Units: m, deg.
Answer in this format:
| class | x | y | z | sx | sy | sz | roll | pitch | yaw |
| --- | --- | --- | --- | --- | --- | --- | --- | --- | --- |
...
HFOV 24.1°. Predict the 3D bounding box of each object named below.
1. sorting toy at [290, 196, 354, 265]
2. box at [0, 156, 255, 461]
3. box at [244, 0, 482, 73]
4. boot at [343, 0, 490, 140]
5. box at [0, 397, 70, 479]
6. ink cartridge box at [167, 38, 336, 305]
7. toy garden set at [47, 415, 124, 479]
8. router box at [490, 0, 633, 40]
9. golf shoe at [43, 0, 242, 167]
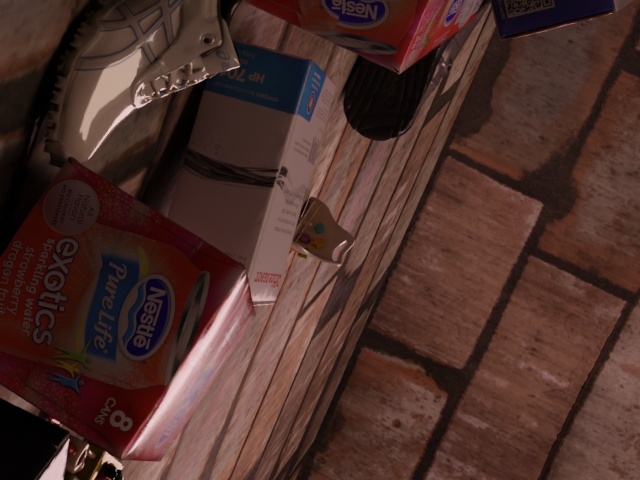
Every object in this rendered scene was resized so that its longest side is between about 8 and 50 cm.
| class | x | y | z | sx | sy | sz | roll | pitch | yaw |
| --- | --- | --- | --- | --- | --- | --- | --- | --- | --- |
| sorting toy | 0.000 | 0.000 | 1.820 | 0.083 | 0.075 | 0.045 | -57 | 169 | -41 |
| box | -0.124 | 0.054 | 0.925 | 0.128 | 0.123 | 0.257 | -57 | 177 | -9 |
| box | 0.065 | -0.251 | 1.207 | 0.154 | 0.142 | 0.300 | -68 | 171 | 22 |
| boot | 0.137 | -0.274 | 1.795 | 0.338 | 0.118 | 0.223 | -54 | 177 | 12 |
| box | -0.244 | 0.225 | 0.870 | 0.261 | 0.103 | 0.184 | 108 | 9 | -47 |
| ink cartridge box | -0.056 | -0.051 | 1.180 | 0.139 | 0.082 | 0.190 | 15 | 92 | -82 |
| toy garden set | -0.164 | 0.125 | 1.249 | 0.204 | 0.049 | 0.244 | -62 | 172 | -15 |
| router box | 0.157 | -0.329 | 1.081 | 0.301 | 0.082 | 0.335 | -35 | 112 | -68 |
| golf shoe | -0.092 | -0.109 | 0.860 | 0.176 | 0.086 | 0.069 | -61 | 173 | -10 |
